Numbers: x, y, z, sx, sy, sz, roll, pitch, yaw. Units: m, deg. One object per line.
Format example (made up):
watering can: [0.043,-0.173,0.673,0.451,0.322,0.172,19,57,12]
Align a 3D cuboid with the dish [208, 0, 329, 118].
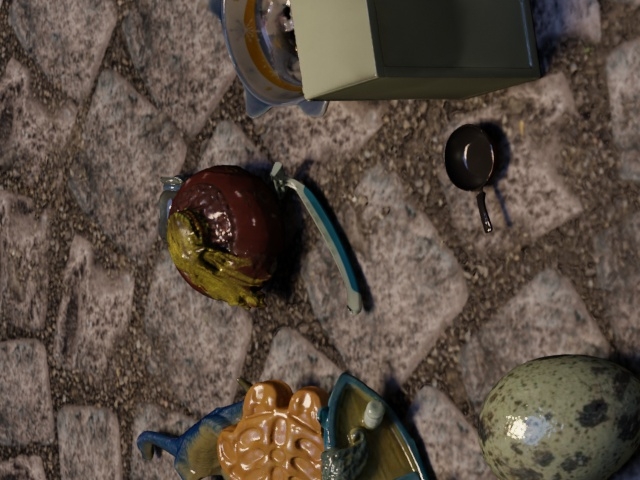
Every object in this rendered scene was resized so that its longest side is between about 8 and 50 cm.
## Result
dish: [-0.021,-0.248,1.875,0.228,0.086,0.236,-3,91,49]

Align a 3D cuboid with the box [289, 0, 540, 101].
box: [0.080,-0.253,1.658,0.117,0.225,0.225,-12,84,48]

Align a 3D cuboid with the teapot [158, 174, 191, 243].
teapot: [-0.170,-0.038,2.094,0.049,0.063,0.083,1,92,16]

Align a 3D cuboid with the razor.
razor: [0.003,-0.002,1.905,0.191,0.037,0.068,59,174,23]

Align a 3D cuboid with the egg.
egg: [0.227,0.170,1.601,0.172,0.132,0.132,-28,72,33]

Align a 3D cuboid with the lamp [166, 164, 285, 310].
lamp: [-0.117,-0.008,1.964,0.157,0.135,0.156,22,109,47]

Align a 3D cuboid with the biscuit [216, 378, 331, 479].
biscuit: [-0.041,0.300,1.930,0.202,0.044,0.288,14,108,26]

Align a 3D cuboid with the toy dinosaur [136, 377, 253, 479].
toy dinosaur: [-0.147,0.219,2.068,0.188,0.075,0.247,48,133,38]

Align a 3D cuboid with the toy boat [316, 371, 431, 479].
toy boat: [0.064,0.248,1.798,0.098,0.109,0.237,103,145,-63]

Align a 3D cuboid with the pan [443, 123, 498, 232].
pan: [0.161,-0.061,1.733,0.068,0.023,0.115,-28,70,45]
